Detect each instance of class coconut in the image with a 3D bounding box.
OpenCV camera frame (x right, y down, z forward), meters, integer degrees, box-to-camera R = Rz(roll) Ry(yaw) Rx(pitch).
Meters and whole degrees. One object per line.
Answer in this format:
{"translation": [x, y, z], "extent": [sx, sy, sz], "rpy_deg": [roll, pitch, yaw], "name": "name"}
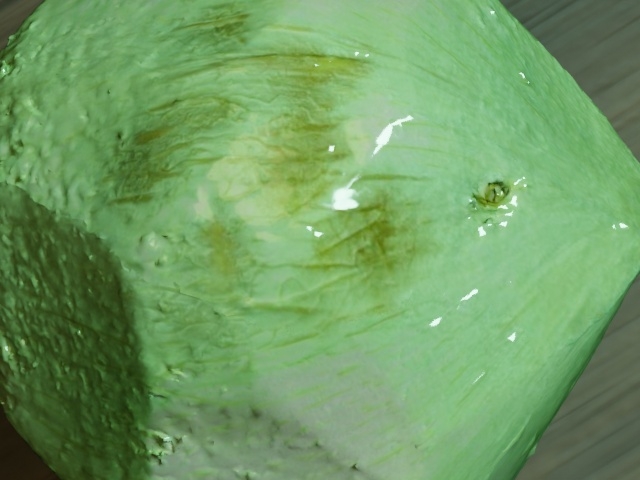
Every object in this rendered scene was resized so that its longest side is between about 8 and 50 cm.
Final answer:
{"translation": [0.000, 0.000, 0.755], "extent": [0.328, 0.281, 0.328], "rpy_deg": [-4, 77, 19], "name": "coconut"}
